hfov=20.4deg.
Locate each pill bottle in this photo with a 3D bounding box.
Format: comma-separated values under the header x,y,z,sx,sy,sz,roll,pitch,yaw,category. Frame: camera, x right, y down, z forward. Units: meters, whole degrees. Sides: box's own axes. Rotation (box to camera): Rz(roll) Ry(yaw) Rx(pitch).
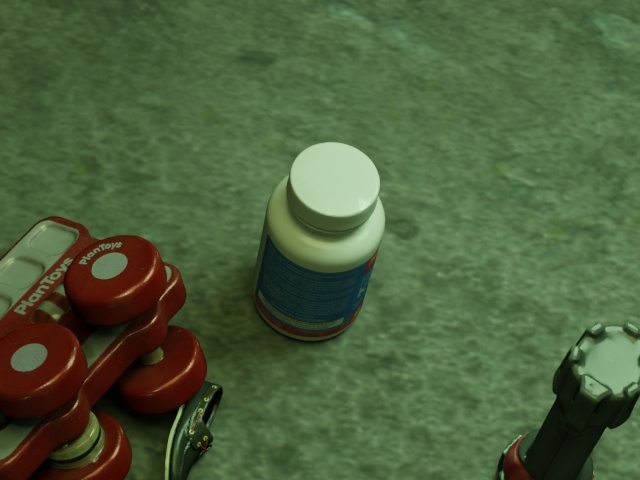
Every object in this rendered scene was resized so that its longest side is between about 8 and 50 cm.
x,y,z,sx,sy,sz,roll,pitch,yaw,category
0.000,0.000,1.847,0.124,0.221,0.124,4,57,-6,pill bottle

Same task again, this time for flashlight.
x,y,z,sx,sy,sz,roll,pitch,yaw,category
0.246,0.180,1.721,0.103,0.304,0.103,-8,58,-15,flashlight

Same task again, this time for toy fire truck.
x,y,z,sx,sy,sz,roll,pitch,yaw,category
-0.280,0.111,1.786,0.253,0.169,0.302,17,53,36,toy fire truck

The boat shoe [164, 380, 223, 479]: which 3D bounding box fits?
x,y,z,sx,sy,sz,roll,pitch,yaw,category
-0.130,0.197,1.802,0.042,0.049,0.133,9,52,6,boat shoe
